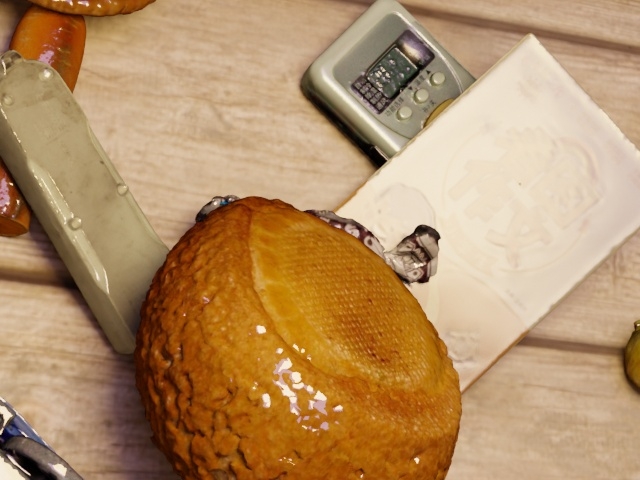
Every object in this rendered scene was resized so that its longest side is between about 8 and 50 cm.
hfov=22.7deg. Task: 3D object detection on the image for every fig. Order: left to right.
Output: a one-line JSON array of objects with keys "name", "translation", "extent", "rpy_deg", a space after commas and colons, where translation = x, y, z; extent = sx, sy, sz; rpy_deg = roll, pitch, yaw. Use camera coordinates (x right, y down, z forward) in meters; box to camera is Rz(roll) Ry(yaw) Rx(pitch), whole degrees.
[{"name": "fig", "translation": [0.333, 0.098, 1.530], "extent": [0.084, 0.098, 0.082], "rpy_deg": [-10, 51, -3]}]

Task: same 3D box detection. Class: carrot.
[{"name": "carrot", "translation": [-0.255, -0.115, 1.395], "extent": [0.067, 0.067, 0.225], "rpy_deg": [18, 68, -14]}]

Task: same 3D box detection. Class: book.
[{"name": "book", "translation": [0.157, -0.021, 1.486], "extent": [0.295, 0.020, 0.208], "rpy_deg": [-43, 90, -5]}]

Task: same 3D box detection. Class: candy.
[{"name": "candy", "translation": [0.000, -0.001, 1.426], "extent": [0.226, 0.094, 0.051], "rpy_deg": [10, 67, -8]}]

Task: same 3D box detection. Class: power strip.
[{"name": "power strip", "translation": [-0.201, -0.031, 1.352], "extent": [0.080, 0.048, 0.286], "rpy_deg": [-41, 109, -38]}]

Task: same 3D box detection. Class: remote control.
[{"name": "remote control", "translation": [0.124, -0.093, 1.538], "extent": [0.296, 0.056, 0.140], "rpy_deg": [44, 65, -1]}]

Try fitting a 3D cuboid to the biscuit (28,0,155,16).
[{"name": "biscuit", "translation": [-0.224, -0.292, 1.438], "extent": [0.221, 0.066, 0.220], "rpy_deg": [15, 43, -14]}]

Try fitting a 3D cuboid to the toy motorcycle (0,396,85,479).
[{"name": "toy motorcycle", "translation": [-0.310, 0.162, 1.209], "extent": [0.358, 0.213, 0.125], "rpy_deg": [45, 61, -6]}]

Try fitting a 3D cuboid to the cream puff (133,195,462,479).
[{"name": "cream puff", "translation": [-0.028, 0.123, 1.302], "extent": [0.303, 0.212, 0.303], "rpy_deg": [36, 24, -19]}]
